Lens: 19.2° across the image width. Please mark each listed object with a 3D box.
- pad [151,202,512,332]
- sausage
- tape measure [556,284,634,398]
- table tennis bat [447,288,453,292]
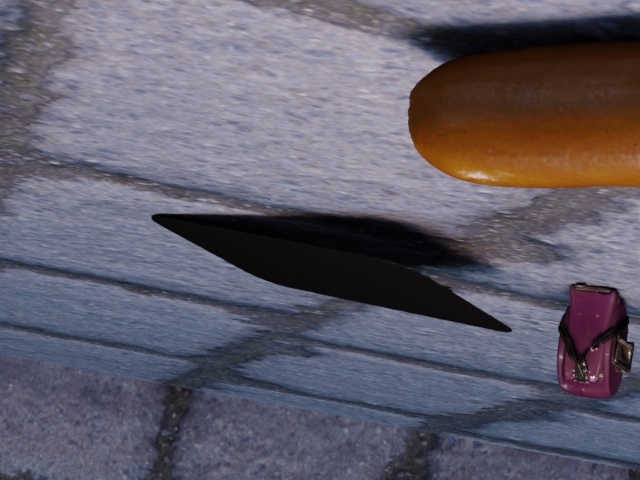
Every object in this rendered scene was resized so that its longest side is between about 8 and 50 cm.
[{"bbox_3d":[-0.001,0.000,2.026,0.375,0.063,0.315,10,168,38],"label":"pad"},{"bbox_3d":[0.184,-0.083,1.258,0.274,0.105,0.105,0,166,35],"label":"sausage"},{"bbox_3d":[0.305,0.116,2.106,0.074,0.118,0.125,6,172,22],"label":"tape measure"},{"bbox_3d":[0.081,0.046,2.188,0.158,0.014,0.095,15,166,-22],"label":"table tennis bat"}]
